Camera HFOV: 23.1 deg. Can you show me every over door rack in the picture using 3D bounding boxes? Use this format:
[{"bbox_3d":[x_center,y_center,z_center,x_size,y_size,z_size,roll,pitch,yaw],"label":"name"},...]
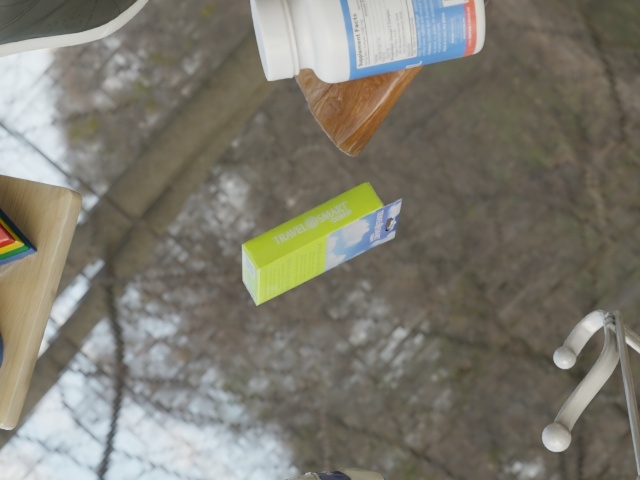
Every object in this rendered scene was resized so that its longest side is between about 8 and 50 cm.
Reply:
[{"bbox_3d":[0.288,0.192,1.137,0.239,0.108,0.324,37,-169,-11],"label":"over door rack"}]

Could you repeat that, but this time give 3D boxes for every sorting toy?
[{"bbox_3d":[-0.410,0.041,1.639,0.255,0.257,0.089,11,171,23],"label":"sorting toy"}]

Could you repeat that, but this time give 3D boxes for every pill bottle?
[{"bbox_3d":[0.046,-0.227,1.579,0.124,0.221,0.124,168,90,-86],"label":"pill bottle"}]

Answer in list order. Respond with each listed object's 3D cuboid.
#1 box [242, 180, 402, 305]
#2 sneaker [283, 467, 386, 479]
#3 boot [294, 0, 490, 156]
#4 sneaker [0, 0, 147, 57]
[{"bbox_3d":[0.000,0.000,1.725,0.042,0.178,0.109,59,166,19],"label":"box"},{"bbox_3d":[0.037,0.269,0.910,0.112,0.131,0.296,99,149,-69],"label":"sneaker"},{"bbox_3d":[0.063,-0.279,1.795,0.096,0.280,0.264,-3,-124,-44],"label":"boot"},{"bbox_3d":[-0.202,-0.225,1.185,0.295,0.147,0.104,-29,-105,-44],"label":"sneaker"}]
